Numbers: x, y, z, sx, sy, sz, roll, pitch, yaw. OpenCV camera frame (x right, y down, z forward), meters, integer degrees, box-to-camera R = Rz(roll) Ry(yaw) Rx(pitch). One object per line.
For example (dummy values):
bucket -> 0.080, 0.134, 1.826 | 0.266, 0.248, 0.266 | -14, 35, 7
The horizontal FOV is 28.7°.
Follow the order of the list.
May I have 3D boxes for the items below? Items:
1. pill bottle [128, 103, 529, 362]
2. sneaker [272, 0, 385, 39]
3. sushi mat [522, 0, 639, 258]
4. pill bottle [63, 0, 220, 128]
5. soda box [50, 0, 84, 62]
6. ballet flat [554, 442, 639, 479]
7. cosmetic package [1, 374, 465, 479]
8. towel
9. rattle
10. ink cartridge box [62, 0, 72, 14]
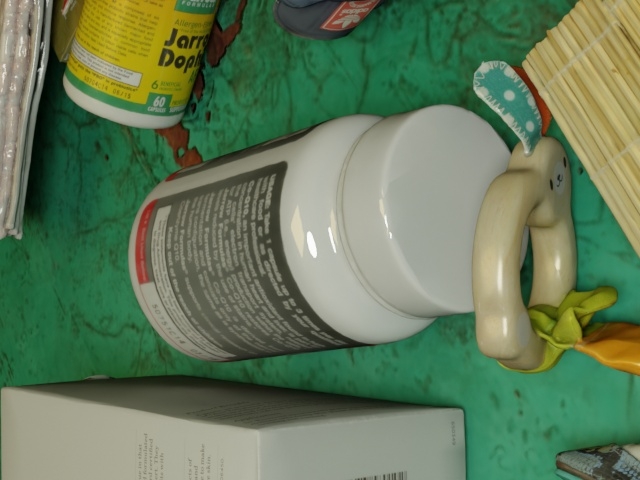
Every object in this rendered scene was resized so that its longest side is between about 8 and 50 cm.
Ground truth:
pill bottle -> 0.000, 0.000, 0.903 | 0.283, 0.161, 0.161 | -12, 80, 49
sneaker -> 0.038, -0.211, 0.904 | 0.350, 0.131, 0.148 | 30, 118, 52
sushi mat -> 0.223, -0.024, 0.673 | 0.151, 0.019, 0.316 | -50, 57, 43
pill bottle -> -0.150, -0.216, 1.121 | 0.117, 0.118, 0.208 | 41, 119, 42
soda box -> -0.209, -0.259, 1.238 | 0.181, 0.058, 0.061 | -56, 49, 34
ballet flat -> 0.221, 0.151, 0.724 | 0.188, 0.070, 0.070 | 27, 110, 45
cosmetic package -> -0.082, 0.190, 0.969 | 0.365, 0.197, 0.155 | -3, 87, 51
towel -> -0.350, -0.184, 1.355 | 0.317, 0.053, 0.331 | -150, 68, -63
rattle -> 0.164, -0.018, 0.761 | 0.143, 0.130, 0.199 | -3, 72, 47
ink cartridge box -> -0.203, -0.391, 1.142 | 0.261, 0.066, 0.296 | -55, 26, 32
